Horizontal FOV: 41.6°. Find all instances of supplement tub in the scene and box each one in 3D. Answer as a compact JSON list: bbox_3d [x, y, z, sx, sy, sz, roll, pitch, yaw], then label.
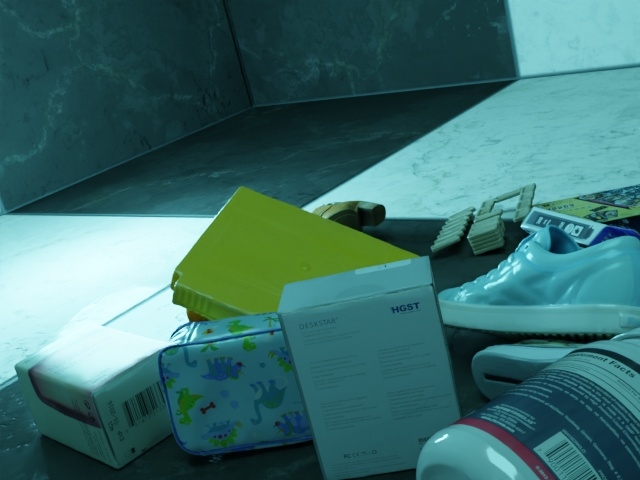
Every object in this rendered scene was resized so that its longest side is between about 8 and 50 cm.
[{"bbox_3d":[0.244,0.209,0.775,0.272,0.191,0.191,-23,20,-26],"label":"supplement tub"}]

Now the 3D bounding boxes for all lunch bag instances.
[{"bbox_3d":[-0.096,0.190,1.114,0.219,0.176,0.090,-10,14,6],"label":"lunch bag"}]

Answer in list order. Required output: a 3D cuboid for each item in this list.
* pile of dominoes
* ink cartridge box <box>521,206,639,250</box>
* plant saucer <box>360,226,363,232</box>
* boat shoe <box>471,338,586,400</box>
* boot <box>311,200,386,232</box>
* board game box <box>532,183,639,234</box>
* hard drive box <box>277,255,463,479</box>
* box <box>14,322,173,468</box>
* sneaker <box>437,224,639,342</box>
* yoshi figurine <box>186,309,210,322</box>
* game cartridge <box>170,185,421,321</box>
[{"bbox_3d":[0.331,-0.033,1.665,0.196,0.040,0.251,-21,10,23],"label":"pile of dominoes"},{"bbox_3d":[0.422,0.029,1.192,0.045,0.206,0.208,-61,25,-3],"label":"ink cartridge box"},{"bbox_3d":[0.000,0.000,1.807,0.199,0.036,0.198,-13,18,4],"label":"plant saucer"},{"bbox_3d":[0.314,0.161,1.003,0.094,0.109,0.302,-24,18,-32],"label":"boat shoe"},{"bbox_3d":[0.023,-0.038,1.738,0.152,0.072,0.197,4,14,40],"label":"boot"},{"bbox_3d":[0.522,-0.046,1.545,0.243,0.042,0.165,-11,19,9],"label":"board game box"},{"bbox_3d":[0.067,0.154,1.000,0.181,0.232,0.089,-11,19,8],"label":"hard drive box"},{"bbox_3d":[-0.322,0.222,1.254,0.232,0.126,0.149,5,27,44],"label":"box"},{"bbox_3d":[0.294,0.059,1.144,0.135,0.150,0.366,16,-12,-34],"label":"sneaker"},{"bbox_3d":[-0.105,0.100,1.387,0.203,0.203,0.362,-43,33,-26],"label":"yoshi figurine"},{"bbox_3d":[-0.031,0.057,1.267,0.324,0.052,0.285,21,37,7],"label":"game cartridge"}]
